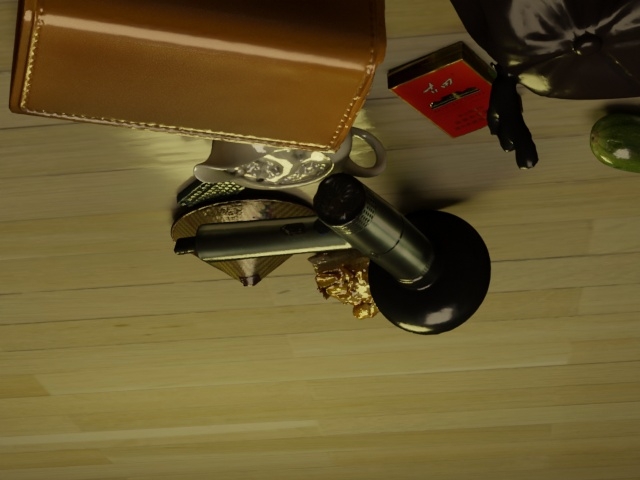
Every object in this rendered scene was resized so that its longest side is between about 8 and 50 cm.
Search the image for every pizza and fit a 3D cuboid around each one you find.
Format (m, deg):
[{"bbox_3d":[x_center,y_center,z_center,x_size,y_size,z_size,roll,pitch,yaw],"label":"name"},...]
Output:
[{"bbox_3d":[0.051,0.050,1.695,0.161,0.062,0.182,20,149,-27],"label":"pizza"}]

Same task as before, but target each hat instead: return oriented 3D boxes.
[{"bbox_3d":[0.250,-0.177,1.058,0.336,0.209,0.238,20,144,-40],"label":"hat"},{"bbox_3d":[-0.091,0.019,1.581,0.193,0.082,0.193,-4,157,-2],"label":"hat"}]

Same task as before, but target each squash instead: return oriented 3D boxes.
[{"bbox_3d":[0.401,-0.100,1.393,0.229,0.066,0.066,4,154,-15],"label":"squash"}]

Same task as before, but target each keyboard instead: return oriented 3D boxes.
[{"bbox_3d":[-0.103,-0.075,1.477,0.055,0.014,0.176,12,152,-33],"label":"keyboard"}]

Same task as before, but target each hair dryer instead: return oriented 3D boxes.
[{"bbox_3d":[0.009,-0.011,1.483,0.284,0.156,0.320,10,168,35],"label":"hair dryer"}]

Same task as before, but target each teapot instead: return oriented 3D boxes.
[{"bbox_3d":[-0.031,-0.104,1.326,0.226,0.092,0.145,1,160,-25],"label":"teapot"}]

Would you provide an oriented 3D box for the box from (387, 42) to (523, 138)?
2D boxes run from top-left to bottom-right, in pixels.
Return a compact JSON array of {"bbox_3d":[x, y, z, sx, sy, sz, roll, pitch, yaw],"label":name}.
[{"bbox_3d":[0.141,-0.153,1.314,0.090,0.023,0.133,-20,149,29],"label":"box"}]

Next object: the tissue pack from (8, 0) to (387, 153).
[{"bbox_3d":[-0.099,-0.196,1.013,0.274,0.194,0.145,5,154,-15],"label":"tissue pack"}]
